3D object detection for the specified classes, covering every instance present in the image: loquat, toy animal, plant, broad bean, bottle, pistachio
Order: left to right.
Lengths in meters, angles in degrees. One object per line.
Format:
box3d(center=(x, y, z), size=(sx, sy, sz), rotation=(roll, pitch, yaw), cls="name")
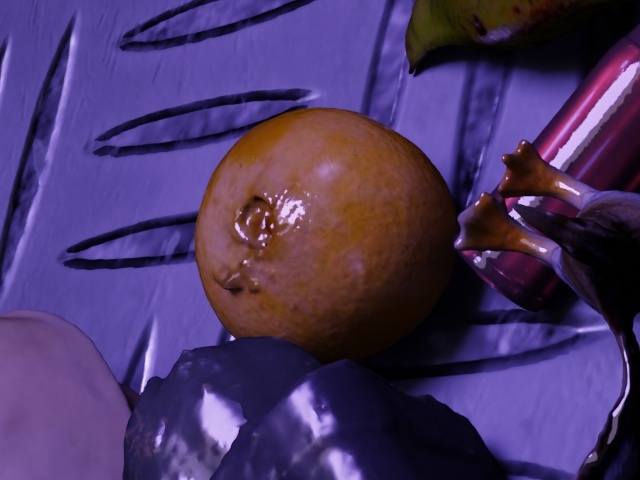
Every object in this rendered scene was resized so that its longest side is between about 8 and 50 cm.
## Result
box3d(center=(-0.166, 0.168, 1.059), size=(0.197, 0.166, 0.288), rotation=(-7, 55, 18), cls="pistachio")
box3d(center=(0.000, 0.000, 1.005), size=(0.141, 0.141, 0.141), rotation=(-26, 50, 35), cls="loquat")
box3d(center=(0.008, 0.147, 0.901), size=(0.164, 0.142, 0.256), rotation=(-51, 51, 12), cls="plant")
box3d(center=(0.129, -0.141, 0.964), size=(0.339, 0.061, 0.077), rotation=(-21, 51, 54), cls="broad bean")
box3d(center=(0.135, -0.045, 0.947), size=(0.164, 0.060, 0.060), rotation=(-51, 40, 11), cls="bottle")
box3d(center=(0.119, 0.017, 0.832), size=(0.272, 0.197, 0.160), rotation=(-61, 36, 6), cls="toy animal")
